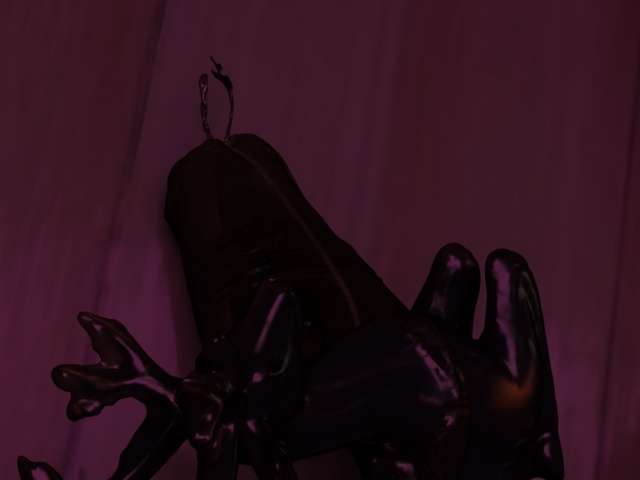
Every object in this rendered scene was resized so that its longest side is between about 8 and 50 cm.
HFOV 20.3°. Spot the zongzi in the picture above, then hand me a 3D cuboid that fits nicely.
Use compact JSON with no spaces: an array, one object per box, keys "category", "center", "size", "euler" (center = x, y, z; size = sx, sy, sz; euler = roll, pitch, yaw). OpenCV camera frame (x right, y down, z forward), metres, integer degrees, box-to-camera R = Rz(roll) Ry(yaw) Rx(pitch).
[{"category":"zongzi","center":[0.000,0.000,0.749],"size":[0.130,0.062,0.154],"euler":[4,54,-32]}]

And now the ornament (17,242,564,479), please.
[{"category":"ornament","center":[-0.014,0.108,0.615],"size":[0.236,0.080,0.202],"euler":[-5,97,-47]}]
